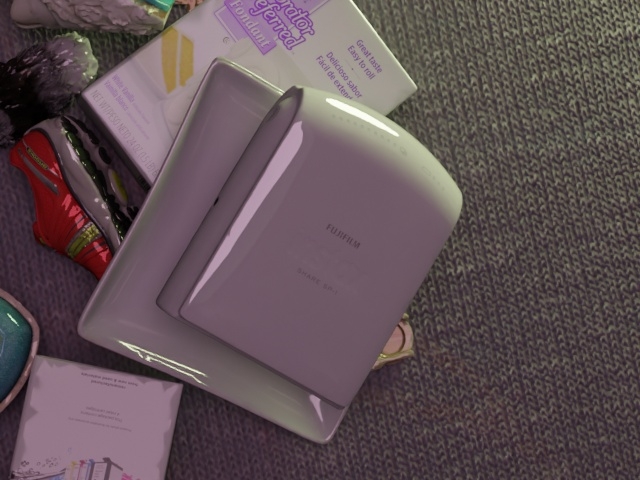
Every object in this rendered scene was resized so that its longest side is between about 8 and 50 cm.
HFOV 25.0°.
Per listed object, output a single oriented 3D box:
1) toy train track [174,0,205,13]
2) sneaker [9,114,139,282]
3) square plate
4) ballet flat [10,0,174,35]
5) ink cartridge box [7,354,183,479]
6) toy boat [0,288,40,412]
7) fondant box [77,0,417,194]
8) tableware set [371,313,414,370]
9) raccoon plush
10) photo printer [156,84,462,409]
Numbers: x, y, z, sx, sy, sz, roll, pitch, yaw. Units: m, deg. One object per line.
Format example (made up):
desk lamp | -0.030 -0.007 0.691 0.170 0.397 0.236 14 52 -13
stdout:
toy train track | -0.176 -0.296 1.783 0.083 0.014 0.048 3 89 -2
sneaker | -0.275 -0.008 1.701 0.118 0.107 0.279 -24 93 18
square plate | -0.059 0.018 1.665 0.344 0.049 0.347 28 89 -23
ballet flat | -0.358 -0.333 1.705 0.409 0.147 0.147 35 79 8
ink cartridge box | -0.258 0.261 1.619 0.168 0.171 0.233 12 82 -6
toy boat | -0.426 0.194 1.617 0.267 0.148 0.318 -20 85 -10
fondant box | -0.088 -0.173 1.726 0.330 0.096 0.238 -39 96 -12
tableware set | 0.044 0.075 1.761 0.141 0.020 0.169 0 83 -7
raccoon plush | -0.469 -0.161 1.580 0.446 0.299 0.216 -40 89 -11
photo printer | 0.000 0.000 1.600 0.256 0.107 0.307 32 87 -23
